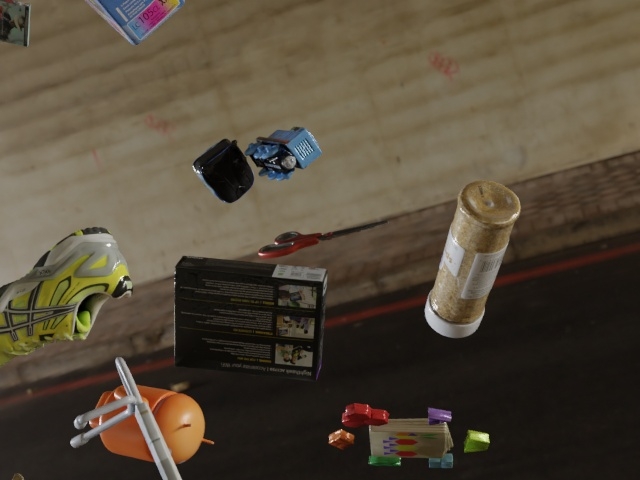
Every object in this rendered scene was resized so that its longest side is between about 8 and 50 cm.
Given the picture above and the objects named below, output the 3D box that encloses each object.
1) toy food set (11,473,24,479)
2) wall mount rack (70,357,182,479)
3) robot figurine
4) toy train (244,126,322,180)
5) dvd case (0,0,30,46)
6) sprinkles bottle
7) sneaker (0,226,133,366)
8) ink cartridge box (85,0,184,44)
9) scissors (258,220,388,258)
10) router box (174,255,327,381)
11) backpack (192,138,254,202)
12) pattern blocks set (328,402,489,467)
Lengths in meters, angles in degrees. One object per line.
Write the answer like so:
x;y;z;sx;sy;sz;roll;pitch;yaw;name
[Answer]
-0.510;0.528;1.796;0.192;0.132;0.038;27;-1;15;toy food set
-0.301;0.373;1.524;0.130;0.350;0.304;-22;-11;-17;wall mount rack
-0.297;0.321;1.690;0.219;0.158;0.128;5;17;27;robot figurine
-0.077;-0.175;1.918;0.105;0.080;0.184;-39;22;-14;toy train
-0.601;-0.411;1.792;0.119;0.087;0.013;11;39;-9;dvd case
0.299;0.044;1.926;0.121;0.355;0.121;4;47;-5;sprinkles bottle
-0.513;0.140;1.773;0.385;0.147;0.145;-40;-17;12;sneaker
-0.467;-0.596;1.871;0.151;0.270;0.395;-44;-29;-6;ink cartridge box
0.000;0.000;2.069;0.297;0.021;0.109;-6;22;34;scissors
-0.085;0.093;1.161;0.179;0.133;0.046;6;19;5;router box
-0.199;-0.144;2.004;0.105;0.114;0.084;-40;34;-10;backpack
0.160;0.356;1.743;0.285;0.026;0.325;4;-28;-2;pattern blocks set
